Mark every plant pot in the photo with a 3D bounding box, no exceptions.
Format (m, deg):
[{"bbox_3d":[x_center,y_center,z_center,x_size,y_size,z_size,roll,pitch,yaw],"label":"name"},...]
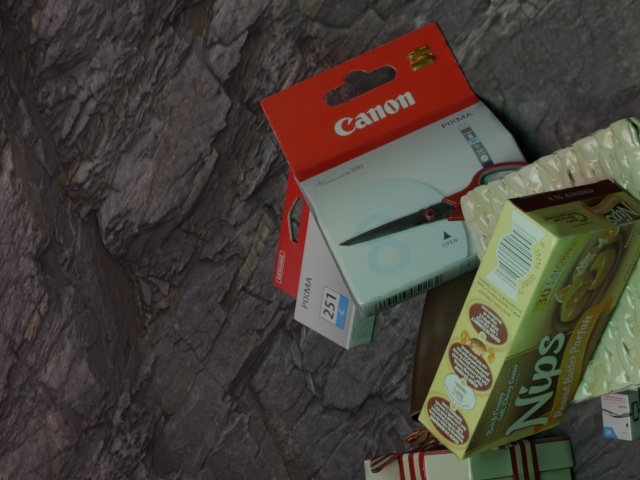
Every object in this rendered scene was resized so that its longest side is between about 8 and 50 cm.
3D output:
[{"bbox_3d":[0.231,0.143,1.980,0.215,0.215,0.230,-23,64,48],"label":"plant pot"}]

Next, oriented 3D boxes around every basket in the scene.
[{"bbox_3d":[0.404,0.016,1.692,0.328,0.266,0.331,-27,77,49],"label":"basket"}]

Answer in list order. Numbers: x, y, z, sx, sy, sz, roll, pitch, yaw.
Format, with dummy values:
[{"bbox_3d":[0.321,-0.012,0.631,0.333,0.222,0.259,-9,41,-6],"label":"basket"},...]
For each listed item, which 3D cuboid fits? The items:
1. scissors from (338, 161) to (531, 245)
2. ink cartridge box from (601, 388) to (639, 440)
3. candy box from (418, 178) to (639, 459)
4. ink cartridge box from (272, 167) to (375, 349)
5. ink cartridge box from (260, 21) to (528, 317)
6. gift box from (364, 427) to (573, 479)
[{"bbox_3d":[0.170,-0.050,1.878,0.021,0.297,0.109,75,-170,-74],"label":"scissors"},{"bbox_3d":[0.425,0.238,1.894,0.048,0.028,0.083,0,98,48],"label":"ink cartridge box"},{"bbox_3d":[0.247,0.092,1.544,0.087,0.183,0.316,43,128,36],"label":"candy box"},{"bbox_3d":[0.000,0.000,2.285,0.261,0.066,0.296,28,118,40],"label":"ink cartridge box"},{"bbox_3d":[0.119,-0.120,1.956,0.091,0.308,0.385,77,168,-73],"label":"ink cartridge box"},{"bbox_3d":[0.220,0.398,1.966,0.255,0.276,0.258,-15,76,44],"label":"gift box"}]
